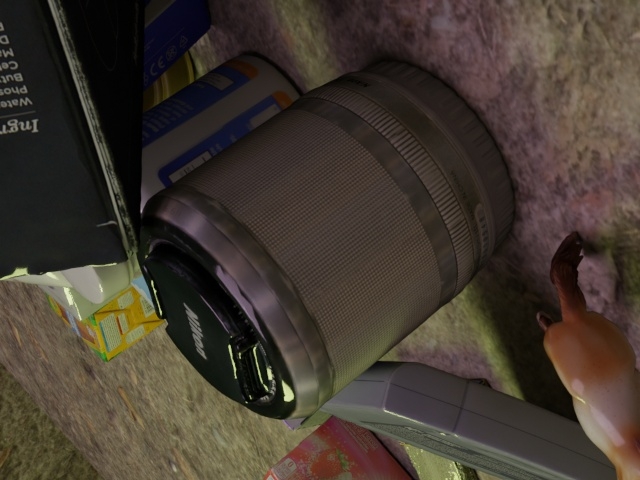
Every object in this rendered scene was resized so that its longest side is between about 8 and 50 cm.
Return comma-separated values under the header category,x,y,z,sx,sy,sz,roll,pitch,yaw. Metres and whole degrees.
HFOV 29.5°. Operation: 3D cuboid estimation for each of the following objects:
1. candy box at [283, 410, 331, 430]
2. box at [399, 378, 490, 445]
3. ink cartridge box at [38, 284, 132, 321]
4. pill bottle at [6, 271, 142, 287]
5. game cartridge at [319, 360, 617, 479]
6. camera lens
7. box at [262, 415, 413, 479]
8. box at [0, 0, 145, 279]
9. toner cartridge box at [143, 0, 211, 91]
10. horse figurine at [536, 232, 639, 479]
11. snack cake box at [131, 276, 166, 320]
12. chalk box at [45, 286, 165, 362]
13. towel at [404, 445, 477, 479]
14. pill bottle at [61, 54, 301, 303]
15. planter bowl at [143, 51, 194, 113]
category,x,y,z,sx,sy,sz,roll,pitch,yaw
candy box,-0.044,0.142,1.454,0.165,0.070,0.196,48,-177,11
box,0.130,0.188,1.318,0.059,0.054,0.169,57,155,-9
ink cartridge box,-0.324,0.000,1.730,0.128,0.176,0.127,30,147,41
pill bottle,-0.312,-0.030,1.367,0.283,0.160,0.160,3,128,40
game cartridge,0.149,0.174,1.098,0.294,0.060,0.196,24,170,-23
camera lens,0.000,0.000,1.027,0.219,0.274,0.219,41,153,26
box,0.067,0.386,1.589,0.300,0.142,0.154,47,155,12
box,-0.320,-0.291,0.933,0.471,0.297,0.480,79,-177,-47
toner cartridge box,-0.280,-0.162,1.191,0.165,0.348,0.075,27,149,24
horse figurine,0.226,0.122,0.930,0.174,0.066,0.263,29,-144,-81
snack cake box,-0.203,-0.033,1.500,0.264,0.152,0.089,44,154,21
chalk box,-0.364,0.064,1.943,0.213,0.132,0.132,37,151,32
towel,0.147,0.279,1.443,0.110,0.027,0.148,17,138,54
pill bottle,-0.143,-0.057,1.209,0.152,0.272,0.152,41,153,26
planter bowl,-0.256,-0.173,1.353,0.217,0.090,0.217,9,120,15
